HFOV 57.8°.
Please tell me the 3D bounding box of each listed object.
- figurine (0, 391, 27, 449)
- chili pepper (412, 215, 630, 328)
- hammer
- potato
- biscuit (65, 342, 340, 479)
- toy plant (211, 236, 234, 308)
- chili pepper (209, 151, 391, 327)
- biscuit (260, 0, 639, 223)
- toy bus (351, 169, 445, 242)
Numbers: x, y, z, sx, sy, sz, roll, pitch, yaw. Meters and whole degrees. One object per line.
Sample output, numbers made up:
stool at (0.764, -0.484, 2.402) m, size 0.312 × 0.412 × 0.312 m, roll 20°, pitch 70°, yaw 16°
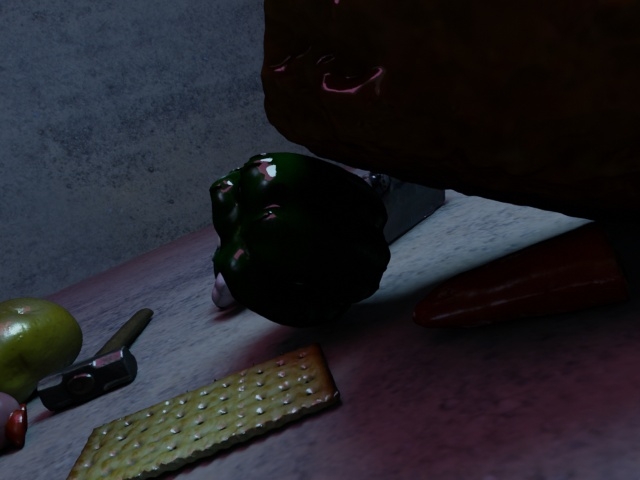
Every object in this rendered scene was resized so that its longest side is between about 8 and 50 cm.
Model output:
figurine at (-0.367, 0.202, 0.646) m, size 0.071 × 0.067 × 0.083 m, roll -4°, pitch -14°, yaw -23°
chili pepper at (0.151, 0.040, 0.463) m, size 0.168 × 0.065 × 0.088 m, roll -21°, pitch -10°, yaw 24°
hammer at (-0.302, 0.151, 0.874) m, size 0.111 × 0.043 × 0.365 m, roll -22°, pitch 8°, yaw -3°
potato at (-0.441, 0.166, 0.833) m, size 0.157 × 0.157 × 0.194 m, roll -19°, pitch 23°, yaw 13°
biscuit at (-0.100, 0.151, 0.499) m, size 0.231 × 0.016 × 0.139 m, roll -22°, pitch 10°, yaw -3°
toy plant at (-0.100, 0.002, 0.916) m, size 0.243 × 0.112 × 0.232 m, roll -59°, pitch 1°, yaw 17°
chili pepper at (0.000, 0.000, 0.652) m, size 0.261 × 0.174 × 0.165 m, roll 17°, pitch -48°, yaw -44°
biscuit at (0.159, -0.119, 0.501) m, size 0.395 × 0.166 × 0.342 m, roll 14°, pitch 6°, yaw 8°
toy bus at (0.108, -0.074, 0.964) m, size 0.112 × 0.138 × 0.317 m, roll -6°, pitch 16°, yaw 40°
